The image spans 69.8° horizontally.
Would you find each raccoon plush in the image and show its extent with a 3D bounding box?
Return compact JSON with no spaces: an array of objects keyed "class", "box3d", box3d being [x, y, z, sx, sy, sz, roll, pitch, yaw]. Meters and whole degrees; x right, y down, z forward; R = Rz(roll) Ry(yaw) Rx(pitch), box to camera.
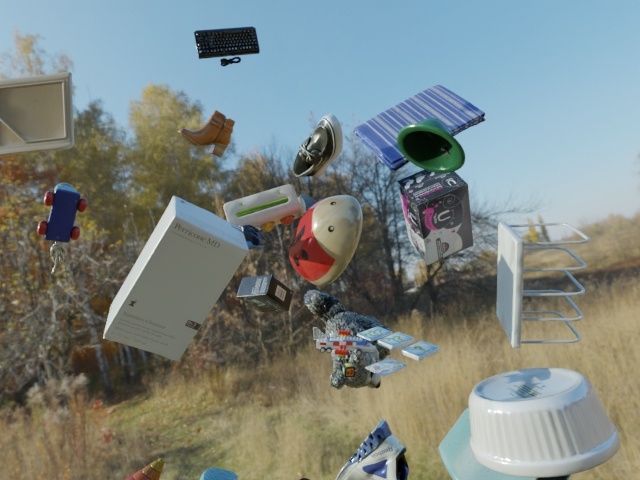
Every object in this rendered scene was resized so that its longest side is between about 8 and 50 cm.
[{"class":"raccoon plush","box3d":[0.040,0.352,1.599,0.447,0.216,0.299,24,10,28]}]

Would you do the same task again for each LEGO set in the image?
[{"class":"LEGO set","box3d":[0.107,0.218,0.969,0.244,0.060,0.182,-8,14,-41]}]

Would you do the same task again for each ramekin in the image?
[{"class":"ramekin","box3d":[0.427,0.347,0.917,0.273,0.127,0.273,-13,-4,-1]}]

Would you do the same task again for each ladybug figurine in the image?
[{"class":"ladybug figurine","box3d":[0.000,0.000,1.647,0.162,0.305,0.449,12,-30,-17]}]

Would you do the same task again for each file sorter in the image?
[{"class":"file sorter","box3d":[0.563,0.106,1.178,0.173,0.277,0.193,-1,16,10]}]

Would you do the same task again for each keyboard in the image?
[{"class":"keyboard","box3d":[-0.270,-0.567,1.343,0.180,0.108,0.023,-11,8,-14]}]

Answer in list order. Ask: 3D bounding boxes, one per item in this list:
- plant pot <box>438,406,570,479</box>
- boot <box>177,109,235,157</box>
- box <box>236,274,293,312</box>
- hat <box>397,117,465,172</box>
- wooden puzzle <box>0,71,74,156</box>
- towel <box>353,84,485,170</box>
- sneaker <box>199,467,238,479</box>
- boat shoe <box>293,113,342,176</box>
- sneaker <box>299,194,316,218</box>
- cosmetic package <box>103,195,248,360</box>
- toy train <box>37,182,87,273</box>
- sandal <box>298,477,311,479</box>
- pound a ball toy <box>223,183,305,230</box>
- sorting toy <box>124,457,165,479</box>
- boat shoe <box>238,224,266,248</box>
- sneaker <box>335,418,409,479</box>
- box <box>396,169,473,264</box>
[{"class":"plant pot","box3d":[0.468,0.594,1.219,0.252,0.247,0.248,29,-16,48]},{"class":"boot","box3d":[-0.414,-0.410,1.682,0.073,0.152,0.197,25,2,44]},{"class":"box","box3d":[-0.221,0.217,1.847,0.158,0.093,0.156,-8,-36,34]},{"class":"hat","box3d":[0.308,-0.298,1.191,0.209,0.183,0.173,18,-25,34]},{"class":"wooden puzzle","box3d":[-0.796,-0.350,1.280,0.221,0.238,0.044,-6,-11,1]},{"class":"towel","box3d":[0.296,-0.354,1.409,0.336,0.243,0.040,-29,-41,-8]},{"class":"sneaker","box3d":[-0.289,0.720,1.134,0.127,0.208,0.319,12,-8,6]},{"class":"boat shoe","box3d":[-0.017,-0.312,1.628,0.119,0.121,0.335,-25,-16,-23]},{"class":"sneaker","box3d":[-0.059,-0.092,1.986,0.083,0.222,0.118,3,-43,-31]},{"class":"cosmetic package","box3d":[-0.382,0.104,1.220,0.217,0.385,0.156,26,16,-26]},{"class":"toy train","box3d":[-0.767,-0.043,1.345,0.105,0.248,0.143,12,14,-33]},{"class":"sandal","box3d":[-0.032,0.543,0.922,0.067,0.040,0.179,4,14,5]},{"class":"pound a ball toy","box3d":[-0.196,-0.095,1.786,0.319,0.135,0.208,-17,-14,-9]},{"class":"sorting toy","box3d":[-0.485,0.879,1.563,0.126,0.366,0.127,-52,-8,-22]},{"class":"boat shoe","box3d":[-0.239,-0.015,1.600,0.109,0.089,0.258,-9,0,-13]},{"class":"sneaker","box3d":[0.188,0.775,1.541,0.127,0.182,0.315,-6,-49,-60]},{"class":"box","box3d":[0.341,-0.076,1.360,0.163,0.142,0.247,-23,-50,-3]}]
